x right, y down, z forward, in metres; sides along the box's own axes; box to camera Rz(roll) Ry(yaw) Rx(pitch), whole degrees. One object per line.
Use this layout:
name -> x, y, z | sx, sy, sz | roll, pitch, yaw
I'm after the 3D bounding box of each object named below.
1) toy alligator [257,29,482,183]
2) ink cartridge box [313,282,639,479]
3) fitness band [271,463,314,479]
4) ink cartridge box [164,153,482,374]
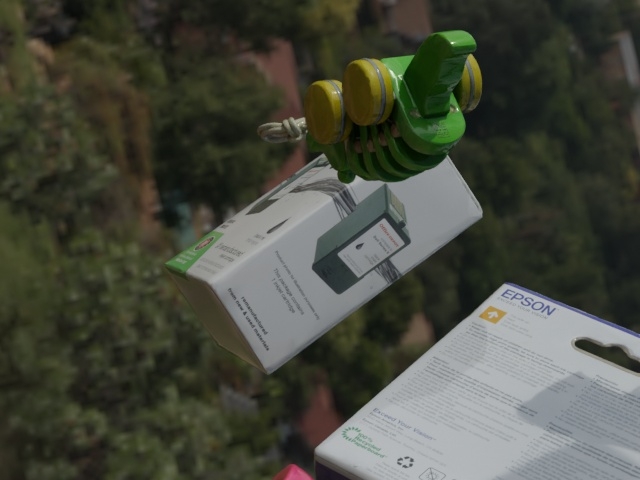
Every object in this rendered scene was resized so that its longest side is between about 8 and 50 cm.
toy alligator -> 0.022, -0.048, 0.794 | 0.189, 0.056, 0.051 | -21, -102, 62
ink cartridge box -> 0.219, 0.200, 1.697 | 0.330, 0.324, 0.071 | -36, 136, -37
fitness band -> -0.092, 0.297, 1.352 | 0.054, 0.291, 0.209 | 38, 23, 0
ink cartridge box -> 0.000, 0.000, 1.865 | 0.121, 0.289, 0.211 | 57, -13, -14
